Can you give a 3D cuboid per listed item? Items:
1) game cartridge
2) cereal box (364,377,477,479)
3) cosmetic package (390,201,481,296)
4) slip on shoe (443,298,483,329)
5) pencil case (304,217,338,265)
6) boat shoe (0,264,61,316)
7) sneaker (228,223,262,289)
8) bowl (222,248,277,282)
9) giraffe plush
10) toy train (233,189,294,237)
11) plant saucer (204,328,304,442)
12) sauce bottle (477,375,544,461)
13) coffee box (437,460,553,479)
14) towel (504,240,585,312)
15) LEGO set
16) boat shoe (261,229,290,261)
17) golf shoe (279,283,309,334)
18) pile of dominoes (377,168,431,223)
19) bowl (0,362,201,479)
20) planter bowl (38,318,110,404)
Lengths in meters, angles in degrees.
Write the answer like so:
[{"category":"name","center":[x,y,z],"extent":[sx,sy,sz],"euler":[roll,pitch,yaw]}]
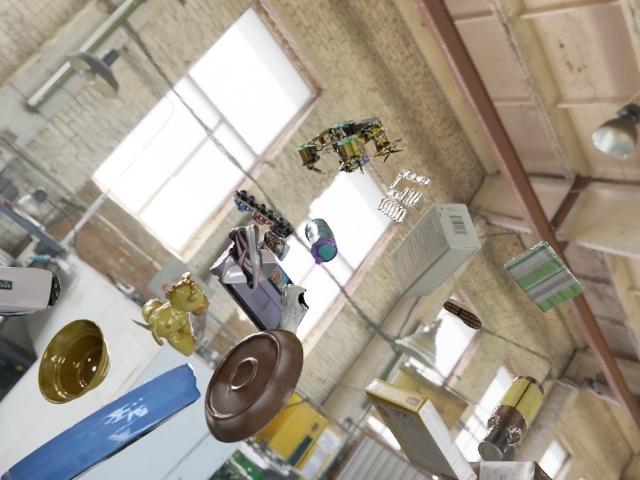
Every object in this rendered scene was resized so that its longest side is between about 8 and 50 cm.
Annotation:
[{"category":"game cartridge","center":[-0.184,0.159,1.966],"extent":[0.068,0.230,0.355],"euler":[-23,-69,39]},{"category":"cereal box","center":[0.210,0.408,1.274],"extent":[0.173,0.047,0.240],"euler":[4,-49,56]},{"category":"cosmetic package","center":[0.341,0.035,1.839],"extent":[0.113,0.160,0.309],"euler":[1,-31,-22]},{"category":"slip on shoe","center":[0.445,0.226,1.872],"extent":[0.135,0.051,0.041],"euler":[30,26,18]},{"category":"pencil case","center":[0.000,0.000,1.441],"extent":[0.064,0.070,0.152],"euler":[34,13,-17]},{"category":"boat shoe","center":[-0.752,0.105,1.281],"extent":[0.340,0.127,0.158],"euler":[19,-29,-39]},{"category":"sneaker","center":[-0.186,0.037,1.478],"extent":[0.077,0.072,0.178],"euler":[1,-61,4]},{"category":"bowl","center":[-0.199,0.068,1.655],"extent":[0.142,0.142,0.053],"euler":[126,-45,-58]},{"category":"giraffe plush","center":[-0.367,0.175,1.574],"extent":[0.181,0.170,0.210],"euler":[42,-1,27]},{"category":"toy train","center":[-0.110,-0.047,1.137],"extent":[0.158,0.036,0.027],"euler":[38,11,-42]},{"category":"plant saucer","center":[-0.175,0.335,1.459],"extent":[0.050,0.311,0.310],"euler":[45,-16,-29]},{"category":"sauce bottle","center":[0.554,0.520,1.764],"extent":[0.111,0.344,0.112],"euler":[16,-63,34]},{"category":"coffee box","center":[0.415,0.595,1.419],"extent":[0.246,0.098,0.141],"euler":[-18,-51,40]},{"category":"towel","center":[0.507,0.083,1.369],"extent":[0.113,0.023,0.152],"euler":[-37,-79,32]},{"category":"LEGO set","center":[0.102,-0.283,2.060],"extent":[0.331,0.255,0.192],"euler":[-3,-58,45]},{"category":"boat shoe","center":[-0.157,0.018,2.078],"extent":[0.083,0.065,0.183],"euler":[30,6,-15]},{"category":"golf shoe","center":[-0.074,0.218,1.795],"extent":[0.086,0.176,0.069],"euler":[1,7,25]},{"category":"pile of dominoes","center":[0.316,-0.159,2.255],"extent":[0.040,0.196,0.251],"euler":[36,3,-23]},{"category":"bowl","center":[-0.408,0.376,1.172],"extent":[0.077,0.391,0.391],"euler":[57,-13,8]},{"category":"planter bowl","center":[-0.601,0.315,1.529],"extent":[0.217,0.217,0.090],"euler":[26,-11,37]}]
